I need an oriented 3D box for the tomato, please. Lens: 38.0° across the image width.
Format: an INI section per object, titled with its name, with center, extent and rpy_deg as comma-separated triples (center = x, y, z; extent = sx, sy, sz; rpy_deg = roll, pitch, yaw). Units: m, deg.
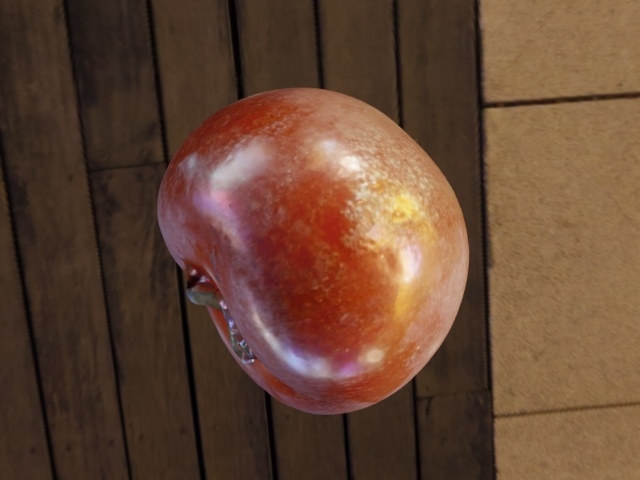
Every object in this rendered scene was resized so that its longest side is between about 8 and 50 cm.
[tomato]
center = 0.000, 0.000, 0.761
extent = 0.227, 0.270, 0.270
rpy_deg = -36, 101, -14
